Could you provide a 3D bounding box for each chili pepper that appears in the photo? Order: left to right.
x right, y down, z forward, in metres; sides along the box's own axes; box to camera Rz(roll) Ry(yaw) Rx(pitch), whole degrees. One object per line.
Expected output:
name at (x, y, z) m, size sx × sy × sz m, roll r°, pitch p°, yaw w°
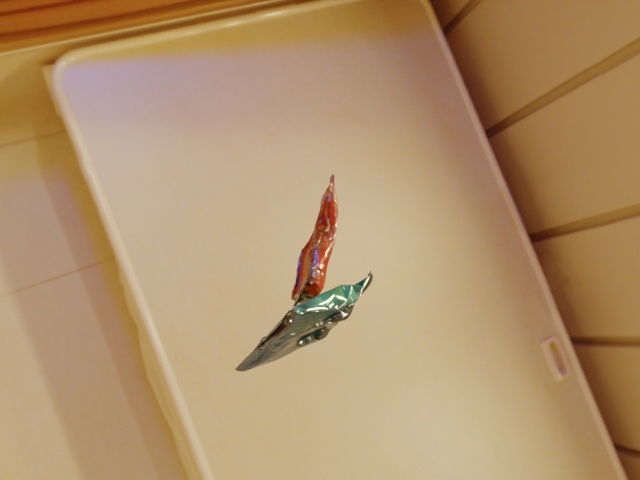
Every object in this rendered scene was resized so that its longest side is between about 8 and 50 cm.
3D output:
chili pepper at (0.000, 0.000, 0.568) m, size 0.045 × 0.027 × 0.178 m, roll -50°, pitch -158°, yaw 50°

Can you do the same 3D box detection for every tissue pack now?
tissue pack at (-0.006, 0.073, 0.475) m, size 0.028 × 0.138 × 0.085 m, roll 51°, pitch -55°, yaw 20°
